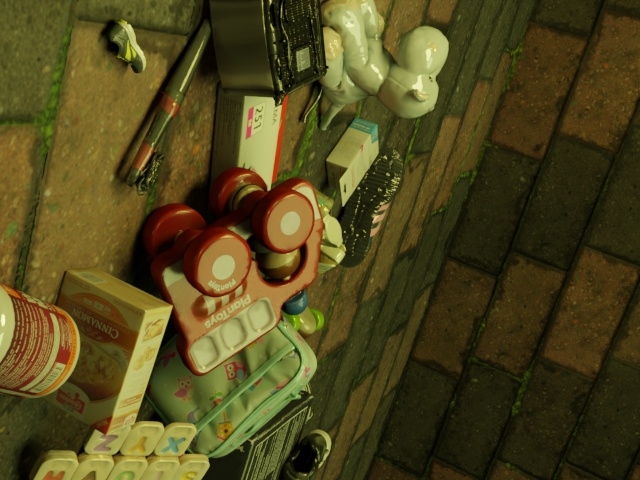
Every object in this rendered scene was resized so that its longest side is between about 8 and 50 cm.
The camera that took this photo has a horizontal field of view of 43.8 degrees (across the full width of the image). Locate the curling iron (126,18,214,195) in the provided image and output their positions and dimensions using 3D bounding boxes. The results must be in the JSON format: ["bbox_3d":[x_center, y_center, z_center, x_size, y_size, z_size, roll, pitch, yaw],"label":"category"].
[{"bbox_3d":[-0.215,-0.192,1.133,0.068,0.035,0.274,128,-18,-84],"label":"curling iron"}]

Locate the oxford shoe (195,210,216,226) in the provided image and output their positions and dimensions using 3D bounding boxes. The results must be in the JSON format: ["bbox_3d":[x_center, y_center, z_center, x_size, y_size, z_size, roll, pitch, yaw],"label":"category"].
[{"bbox_3d":[-0.192,0.047,1.388,0.096,0.083,0.227,-57,146,-19],"label":"oxford shoe"}]

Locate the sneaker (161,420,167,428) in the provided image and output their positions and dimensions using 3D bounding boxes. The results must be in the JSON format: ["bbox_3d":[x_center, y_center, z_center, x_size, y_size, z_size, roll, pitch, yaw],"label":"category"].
[{"bbox_3d":[-0.245,0.280,1.509,0.086,0.085,0.237,37,65,-36],"label":"sneaker"}]

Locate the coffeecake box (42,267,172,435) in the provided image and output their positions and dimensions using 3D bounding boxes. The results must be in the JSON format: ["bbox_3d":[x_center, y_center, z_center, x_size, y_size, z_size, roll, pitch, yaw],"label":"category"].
[{"bbox_3d":[-0.305,0.151,1.104,0.068,0.142,0.185,-5,116,-67],"label":"coffeecake box"}]

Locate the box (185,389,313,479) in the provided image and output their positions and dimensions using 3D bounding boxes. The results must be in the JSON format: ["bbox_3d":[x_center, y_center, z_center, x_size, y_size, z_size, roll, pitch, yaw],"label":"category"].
[{"bbox_3d":[-0.187,0.461,1.690,0.294,0.183,0.296,-18,129,-67],"label":"box"}]

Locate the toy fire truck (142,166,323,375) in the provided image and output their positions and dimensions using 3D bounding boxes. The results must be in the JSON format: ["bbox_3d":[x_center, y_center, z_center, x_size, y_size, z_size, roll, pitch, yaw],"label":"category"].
[{"bbox_3d":[-0.120,0.043,1.259,0.302,0.169,0.254,-33,126,-26],"label":"toy fire truck"}]

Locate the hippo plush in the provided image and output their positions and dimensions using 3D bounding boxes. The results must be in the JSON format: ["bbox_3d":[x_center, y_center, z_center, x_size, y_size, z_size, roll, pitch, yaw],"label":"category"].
[{"bbox_3d":[0.110,-0.328,1.513,0.234,0.237,0.294,-1,113,-69],"label":"hippo plush"}]

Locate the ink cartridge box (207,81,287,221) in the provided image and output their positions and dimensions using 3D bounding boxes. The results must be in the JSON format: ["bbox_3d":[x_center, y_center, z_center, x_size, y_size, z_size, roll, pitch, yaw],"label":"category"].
[{"bbox_3d":[-0.103,-0.172,1.403,0.239,0.060,0.275,-39,146,-51],"label":"ink cartridge box"}]

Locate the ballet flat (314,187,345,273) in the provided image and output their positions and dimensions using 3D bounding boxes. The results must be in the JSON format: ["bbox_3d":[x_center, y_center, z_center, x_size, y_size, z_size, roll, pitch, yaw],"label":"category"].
[{"bbox_3d":[0.000,0.000,1.773,0.123,0.123,0.348,-59,159,-23],"label":"ballet flat"}]

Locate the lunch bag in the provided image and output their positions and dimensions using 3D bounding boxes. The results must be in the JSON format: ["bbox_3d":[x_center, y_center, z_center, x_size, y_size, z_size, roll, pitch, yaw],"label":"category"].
[{"bbox_3d":[-0.154,0.228,1.379,0.279,0.224,0.108,-43,157,1],"label":"lunch bag"}]

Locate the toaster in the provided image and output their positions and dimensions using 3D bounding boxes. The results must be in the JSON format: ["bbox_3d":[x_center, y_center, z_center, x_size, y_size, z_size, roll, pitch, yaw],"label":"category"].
[{"bbox_3d":[-0.074,-0.304,1.186,0.186,0.110,0.168,-43,131,-54],"label":"toaster"}]

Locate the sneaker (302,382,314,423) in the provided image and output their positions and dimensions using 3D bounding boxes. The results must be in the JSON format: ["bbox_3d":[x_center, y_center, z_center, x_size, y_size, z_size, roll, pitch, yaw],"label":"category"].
[{"bbox_3d":[-0.115,0.538,1.982,0.257,0.169,0.447,8,102,-68],"label":"sneaker"}]

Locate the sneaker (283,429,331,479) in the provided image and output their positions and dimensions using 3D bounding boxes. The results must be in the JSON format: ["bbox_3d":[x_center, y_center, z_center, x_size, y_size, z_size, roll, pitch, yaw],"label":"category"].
[{"bbox_3d":[-0.052,0.528,1.746,0.234,0.078,0.106,-69,159,-5],"label":"sneaker"}]

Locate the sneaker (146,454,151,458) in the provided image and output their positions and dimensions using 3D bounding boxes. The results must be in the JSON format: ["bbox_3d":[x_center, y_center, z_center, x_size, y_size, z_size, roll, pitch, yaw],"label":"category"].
[{"bbox_3d":[-0.330,0.489,1.472,0.125,0.104,0.262,-48,153,-39],"label":"sneaker"}]

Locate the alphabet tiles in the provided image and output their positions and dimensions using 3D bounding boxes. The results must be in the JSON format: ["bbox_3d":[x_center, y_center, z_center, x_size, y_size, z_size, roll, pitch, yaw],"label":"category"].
[{"bbox_3d":[-0.319,0.384,1.244,0.284,0.021,0.278,14,120,-38],"label":"alphabet tiles"}]

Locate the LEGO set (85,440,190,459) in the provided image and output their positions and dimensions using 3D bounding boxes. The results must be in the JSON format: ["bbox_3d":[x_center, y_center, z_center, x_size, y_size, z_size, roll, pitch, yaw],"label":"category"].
[{"bbox_3d":[-0.336,0.366,1.315,0.227,0.087,0.093,-23,130,-19],"label":"LEGO set"}]

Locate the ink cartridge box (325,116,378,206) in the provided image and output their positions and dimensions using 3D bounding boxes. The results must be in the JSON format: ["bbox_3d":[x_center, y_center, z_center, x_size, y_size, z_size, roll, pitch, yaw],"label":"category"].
[{"bbox_3d":[0.066,-0.180,1.822,0.181,0.062,0.104,-57,158,-27],"label":"ink cartridge box"}]

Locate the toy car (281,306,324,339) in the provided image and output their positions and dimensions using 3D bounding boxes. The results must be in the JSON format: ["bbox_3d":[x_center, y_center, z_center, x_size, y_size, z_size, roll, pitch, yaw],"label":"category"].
[{"bbox_3d":[-0.114,0.187,1.727,0.188,0.149,0.155,-42,162,16],"label":"toy car"}]

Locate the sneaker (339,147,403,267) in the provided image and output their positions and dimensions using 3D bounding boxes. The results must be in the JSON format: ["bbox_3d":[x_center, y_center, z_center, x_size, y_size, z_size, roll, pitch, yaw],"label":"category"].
[{"bbox_3d":[0.114,-0.084,2.027,0.131,0.112,0.319,15,100,-87],"label":"sneaker"}]

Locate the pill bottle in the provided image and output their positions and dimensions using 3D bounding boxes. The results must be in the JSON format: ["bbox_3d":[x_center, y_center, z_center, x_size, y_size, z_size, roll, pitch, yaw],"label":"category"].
[{"bbox_3d":[-0.378,0.108,0.900,0.121,0.121,0.221,-63,160,-10],"label":"pill bottle"}]

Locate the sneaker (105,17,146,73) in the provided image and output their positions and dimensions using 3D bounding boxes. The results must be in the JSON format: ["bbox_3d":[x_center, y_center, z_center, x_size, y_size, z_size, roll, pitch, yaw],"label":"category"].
[{"bbox_3d":[-0.248,-0.240,1.002,0.035,0.031,0.083,-44,149,-20],"label":"sneaker"}]
